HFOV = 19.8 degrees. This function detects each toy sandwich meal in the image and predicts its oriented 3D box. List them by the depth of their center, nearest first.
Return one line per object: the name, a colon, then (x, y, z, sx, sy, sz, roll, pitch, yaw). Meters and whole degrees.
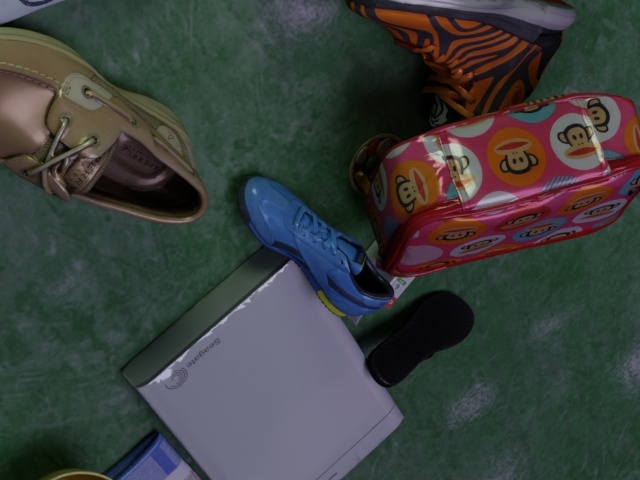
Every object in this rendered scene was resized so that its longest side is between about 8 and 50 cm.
toy sandwich meal: (0.069, -0.079, 2.044, 0.085, 0.029, 0.086, -21, 130, -27)

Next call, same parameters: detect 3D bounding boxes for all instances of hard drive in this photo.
hard drive: (-0.055, 0.180, 2.115, 0.233, 0.047, 0.353, -41, 136, -9)

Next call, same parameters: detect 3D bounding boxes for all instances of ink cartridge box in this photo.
ink cartridge box: (0.067, 0.044, 2.105, 0.115, 0.063, 0.029, -51, 135, 2)

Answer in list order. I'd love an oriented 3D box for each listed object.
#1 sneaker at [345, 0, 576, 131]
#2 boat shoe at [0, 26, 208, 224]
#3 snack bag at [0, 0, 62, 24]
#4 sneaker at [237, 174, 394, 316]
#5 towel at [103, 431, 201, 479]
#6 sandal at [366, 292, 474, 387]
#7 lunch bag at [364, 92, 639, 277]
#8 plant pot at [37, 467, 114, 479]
sneaker: (0.135, -0.191, 1.950, 0.321, 0.124, 0.180, 5, 115, -41)
boat shoe: (-0.233, -0.100, 1.708, 0.341, 0.110, 0.122, 18, 122, -46)
snack bag: (-0.287, -0.331, 1.572, 0.342, 0.037, 0.323, -23, 132, -24)
sneaker: (0.000, 0.000, 1.966, 0.209, 0.082, 0.069, 46, 52, -24)
towel: (-0.201, 0.365, 2.137, 0.209, 0.034, 0.285, -41, 136, -10)
sandal: (0.114, 0.119, 2.202, 0.179, 0.067, 0.040, -33, 180, -35)
lunch bag: (0.196, -0.052, 1.994, 0.293, 0.120, 0.258, -13, 165, -12)
plant pot: (-0.273, 0.301, 1.972, 0.134, 0.095, 0.134, -4, 100, -21)
